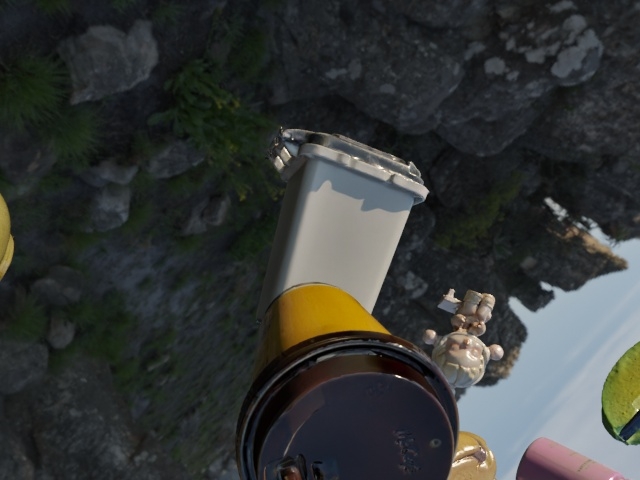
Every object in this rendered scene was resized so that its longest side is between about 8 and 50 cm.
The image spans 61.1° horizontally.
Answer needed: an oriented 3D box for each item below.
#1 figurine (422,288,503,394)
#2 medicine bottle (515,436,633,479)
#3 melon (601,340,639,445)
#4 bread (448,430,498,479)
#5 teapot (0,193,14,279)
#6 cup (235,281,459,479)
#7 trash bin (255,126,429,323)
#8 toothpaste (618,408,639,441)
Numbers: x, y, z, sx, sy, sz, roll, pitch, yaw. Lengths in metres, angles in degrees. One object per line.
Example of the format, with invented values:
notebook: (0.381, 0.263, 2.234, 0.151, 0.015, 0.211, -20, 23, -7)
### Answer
figurine: (0.350, 0.259, 1.373, 0.144, 0.182, 0.256, -29, -144, 62)
medicine bottle: (0.656, 0.632, 1.346, 0.178, 0.291, 0.178, -11, 107, -39)
melon: (0.695, 0.316, 1.126, 0.323, 0.196, 0.124, -23, 169, -14)
bread: (0.160, 0.352, 0.656, 0.134, 0.225, 0.081, 2, 166, -29)
teapot: (-0.398, -0.006, 0.499, 0.173, 0.269, 0.182, -29, 140, -1)
cup: (0.011, 0.146, 0.550, 0.196, 0.196, 0.279, -51, -165, 5)
trash bin: (0.000, 0.000, 1.032, 0.256, 0.296, 0.367, 163, -55, -73)
toothpaste: (0.538, 0.305, 0.920, 0.083, 0.027, 0.019, -53, -157, 9)
